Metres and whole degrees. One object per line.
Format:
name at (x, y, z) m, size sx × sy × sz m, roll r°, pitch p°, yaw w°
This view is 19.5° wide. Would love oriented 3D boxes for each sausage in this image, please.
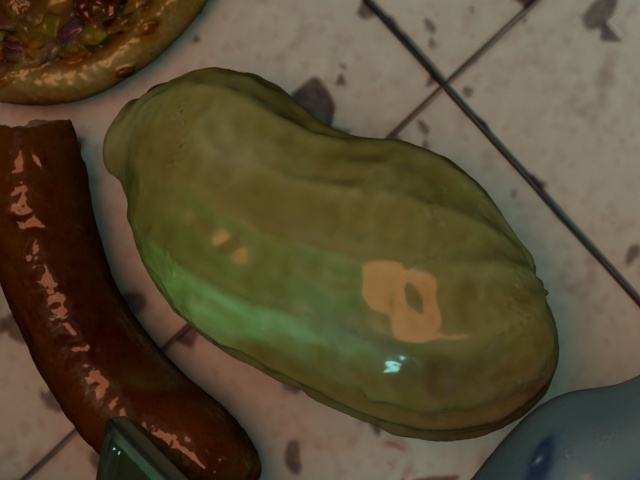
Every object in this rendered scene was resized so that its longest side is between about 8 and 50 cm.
sausage at (-0.147, 0.058, 1.245) m, size 0.103 × 0.076 × 0.302 m, roll -33°, pitch 76°, yaw 12°

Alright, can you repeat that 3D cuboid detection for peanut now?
peanut at (-0.003, 0.005, 1.164) m, size 0.340 × 0.158 × 0.174 m, roll 23°, pitch 96°, yaw 18°

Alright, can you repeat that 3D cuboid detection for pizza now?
pizza at (-0.146, -0.175, 1.277) m, size 0.246 × 0.058 × 0.127 m, roll -28°, pitch 77°, yaw 11°

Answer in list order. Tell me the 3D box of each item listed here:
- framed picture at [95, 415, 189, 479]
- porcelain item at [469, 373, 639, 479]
framed picture at (-0.066, 0.269, 1.127) m, size 0.289 × 0.016 × 0.213 m, roll 37°, pitch 123°, yaw 42°
porcelain item at (0.172, 0.223, 1.074) m, size 0.242 × 0.178 × 0.405 m, roll 40°, pitch 101°, yaw 18°
